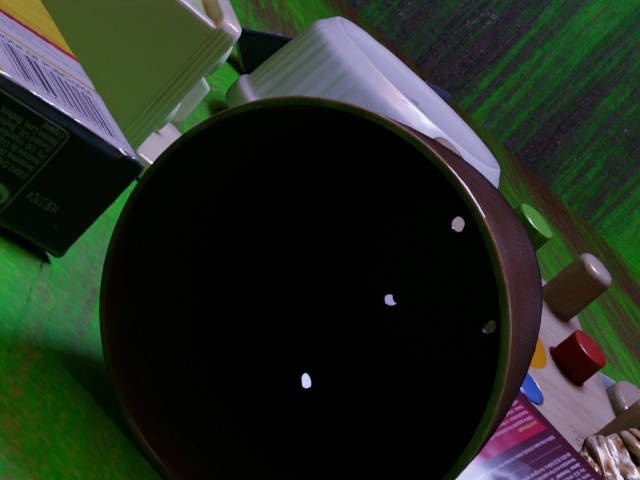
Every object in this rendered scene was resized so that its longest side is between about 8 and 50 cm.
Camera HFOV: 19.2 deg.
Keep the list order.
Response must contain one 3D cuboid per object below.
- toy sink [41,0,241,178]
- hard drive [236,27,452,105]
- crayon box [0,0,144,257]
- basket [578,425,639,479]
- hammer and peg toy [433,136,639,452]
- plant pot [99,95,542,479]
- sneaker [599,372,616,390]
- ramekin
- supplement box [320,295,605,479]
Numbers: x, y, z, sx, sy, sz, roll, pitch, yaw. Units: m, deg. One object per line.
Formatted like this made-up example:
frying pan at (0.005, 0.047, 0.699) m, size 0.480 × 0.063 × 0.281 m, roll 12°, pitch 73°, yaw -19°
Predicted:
toy sink at (-0.146, -0.157, 1.379) m, size 0.234 × 0.131 × 0.153 m, roll 40°, pitch 12°, yaw -21°
hard drive at (0.026, -0.177, 2.095) m, size 0.172 × 0.054 × 0.255 m, roll 15°, pitch 0°, yaw 28°
crayon box at (-0.245, -0.144, 1.101) m, size 0.202 × 0.081 × 0.318 m, roll 33°, pitch 16°, yaw -42°
basket at (0.263, 0.295, 1.257) m, size 0.213 × 0.223 × 0.299 m, roll -6°, pitch 41°, yaw -31°
hammer and peg toy at (0.176, 0.099, 1.474) m, size 0.361 × 0.127 × 0.266 m, roll 36°, pitch 24°, yaw -29°
plant pot at (0.032, 0.033, 1.007) m, size 0.215 × 0.215 × 0.230 m, roll 47°, pitch 18°, yaw 14°
sneaker at (0.310, 0.198, 1.929) m, size 0.152 × 0.054 × 0.061 m, roll 49°, pitch -4°, yaw 12°
ramekin at (0.050, -0.094, 1.776) m, size 0.273 × 0.127 × 0.273 m, roll 42°, pitch 11°, yaw -10°
supplement box at (0.085, 0.142, 1.140) m, size 0.239 × 0.073 × 0.130 m, roll 47°, pitch 34°, yaw 19°
